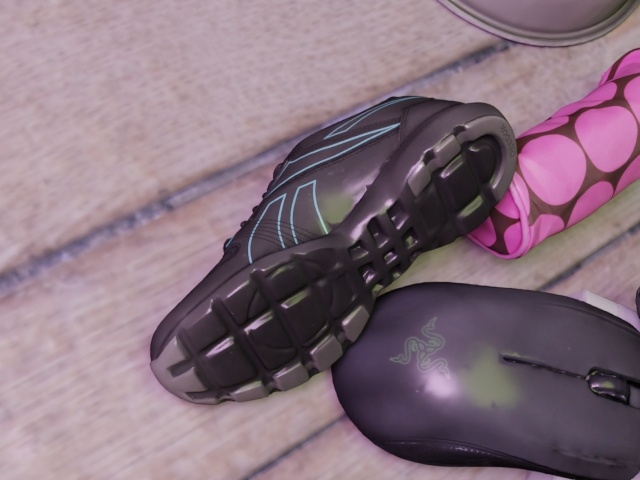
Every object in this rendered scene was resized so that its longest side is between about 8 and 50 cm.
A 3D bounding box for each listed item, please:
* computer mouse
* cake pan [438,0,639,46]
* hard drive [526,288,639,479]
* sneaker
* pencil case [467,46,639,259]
[{"bbox_3d":[0.145,0.082,0.713,0.272,0.072,0.188,5,70,-9],"label":"computer mouse"},{"bbox_3d":[0.166,-0.299,0.882,0.293,0.054,0.293,7,71,-23],"label":"cake pan"},{"bbox_3d":[0.292,0.184,0.803,0.308,0.040,0.203,23,66,-17],"label":"hard drive"},{"bbox_3d":[0.000,0.000,0.700,0.267,0.106,0.101,-37,131,-13],"label":"sneaker"},{"bbox_3d":[0.183,-0.067,0.801,0.209,0.098,0.095,-29,133,-29],"label":"pencil case"}]
